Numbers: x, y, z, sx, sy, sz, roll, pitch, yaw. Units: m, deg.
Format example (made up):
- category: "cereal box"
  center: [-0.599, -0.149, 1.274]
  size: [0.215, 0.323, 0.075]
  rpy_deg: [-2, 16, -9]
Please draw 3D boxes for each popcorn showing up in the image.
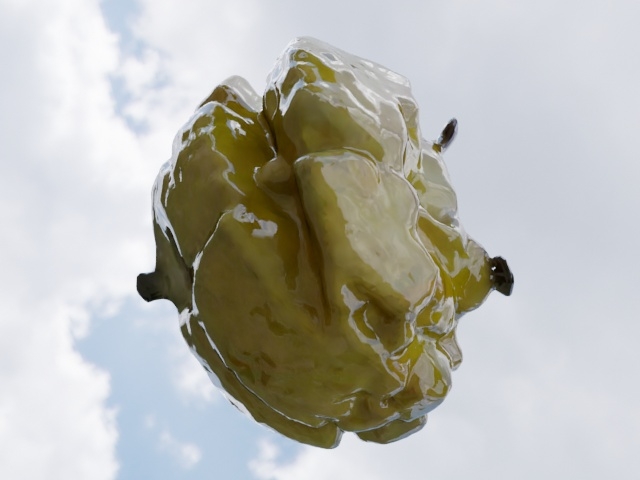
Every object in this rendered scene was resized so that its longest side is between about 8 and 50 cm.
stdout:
- category: "popcorn"
  center: [0.000, 0.000, 0.597]
  size: [0.148, 0.152, 0.167]
  rpy_deg: [-145, -138, -69]
